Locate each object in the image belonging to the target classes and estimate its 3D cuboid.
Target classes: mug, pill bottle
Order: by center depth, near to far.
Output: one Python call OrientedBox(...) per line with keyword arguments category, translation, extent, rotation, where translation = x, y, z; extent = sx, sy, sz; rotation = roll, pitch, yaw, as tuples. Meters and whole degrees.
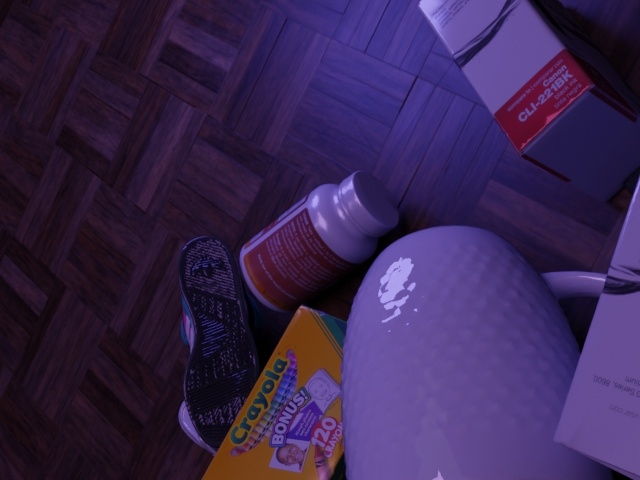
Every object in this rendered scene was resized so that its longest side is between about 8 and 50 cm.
OrientedBox(category="mug", translation=(0.204, 0.153, 1.282), extent=(0.374, 0.276, 0.328), rotation=(-12, 57, 9))
OrientedBox(category="pill bottle", translation=(0.000, 0.000, 1.603), extent=(0.216, 0.121, 0.121), rotation=(-36, 54, 30))

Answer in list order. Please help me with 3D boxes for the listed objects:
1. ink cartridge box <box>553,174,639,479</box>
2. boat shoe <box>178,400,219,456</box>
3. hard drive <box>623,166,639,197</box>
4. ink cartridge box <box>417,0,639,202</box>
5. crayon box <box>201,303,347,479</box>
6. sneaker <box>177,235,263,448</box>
OrientedBox(category="ink cartridge box", translation=(0.408, 0.046, 1.073), extent=(0.166, 0.285, 0.395), rotation=(18, 89, 47))
OrientedBox(category="boat shoe", translation=(-0.129, 0.273, 1.659), extent=(0.267, 0.088, 0.096), rotation=(20, 91, 46))
OrientedBox(category="hard drive", translation=(0.408, -0.047, 1.294), extent=(0.094, 0.022, 0.135), rotation=(-46, 50, 24))
OrientedBox(category="ink cartridge box", translation=(0.259, -0.198, 1.365), extent=(0.114, 0.197, 0.273), rotation=(-45, 50, 22))
OrientedBox(category="crayon box", translation=(-0.013, 0.239, 1.492), extent=(0.165, 0.081, 0.278), rotation=(21, 74, 33))
OrientedBox(category="sneaker", translation=(-0.141, 0.160, 1.651), extent=(0.123, 0.178, 0.296), rotation=(-7, 69, 2))
